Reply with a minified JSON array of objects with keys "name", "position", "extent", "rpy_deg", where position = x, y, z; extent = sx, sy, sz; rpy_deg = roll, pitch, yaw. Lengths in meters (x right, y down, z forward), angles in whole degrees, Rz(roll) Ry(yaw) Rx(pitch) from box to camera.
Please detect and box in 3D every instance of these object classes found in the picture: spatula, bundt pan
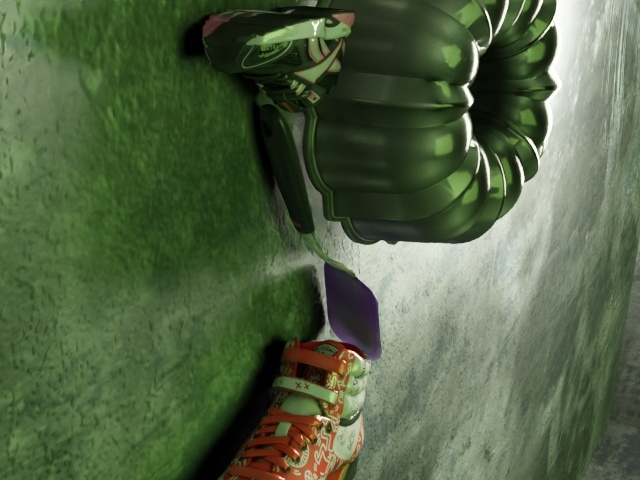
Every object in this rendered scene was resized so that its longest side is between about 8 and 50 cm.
[{"name":"spatula","position":[0.000,0.000,0.844],"extent":[0.030,0.084,0.296],"rpy_deg":[-39,135,-16]},{"name":"bundt pan","position":[0.127,-0.142,0.907],"extent":[0.331,0.124,0.331],"rpy_deg":[-27,124,-49]}]

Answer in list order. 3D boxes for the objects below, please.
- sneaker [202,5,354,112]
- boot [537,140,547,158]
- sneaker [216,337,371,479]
[{"name":"sneaker","position":[-0.022,-0.130,0.717],"extent":[0.178,0.072,0.077],"rpy_deg":[-25,122,-58]},{"name":"boot","position":[0.197,-0.138,1.181],"extent":[0.161,0.083,0.246],"rpy_deg":[-56,143,-23]},{"name":"sneaker","position":[-0.032,0.165,0.822],"extent":[0.270,0.090,0.145],"rpy_deg":[-18,117,-65]}]
